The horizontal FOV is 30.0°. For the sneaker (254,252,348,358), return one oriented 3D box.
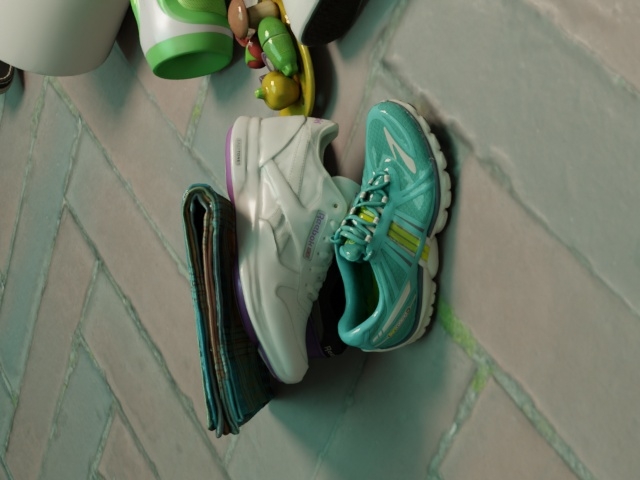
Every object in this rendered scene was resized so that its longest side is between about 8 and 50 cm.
[{"bbox_3d":[0.000,0.000,1.419,0.124,0.107,0.283,0,83,23],"label":"sneaker"}]

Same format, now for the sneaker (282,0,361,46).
[{"bbox_3d":[0.020,-0.351,1.311,0.290,0.106,0.123,-52,55,46],"label":"sneaker"}]

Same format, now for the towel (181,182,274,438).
[{"bbox_3d":[-0.101,0.078,1.420,0.370,0.040,0.271,31,-129,-85],"label":"towel"}]

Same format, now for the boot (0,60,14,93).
[{"bbox_3d":[-0.591,-0.483,2.157,0.284,0.138,0.377,-31,63,52],"label":"boot"}]

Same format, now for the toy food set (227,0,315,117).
[{"bbox_3d":[-0.074,-0.240,1.469,0.128,0.071,0.218,124,132,-62],"label":"toy food set"}]

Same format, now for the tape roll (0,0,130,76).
[{"bbox_3d":[-0.407,-0.391,1.801,0.246,0.246,0.169,62,140,29],"label":"tape roll"}]

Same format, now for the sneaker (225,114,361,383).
[{"bbox_3d":[-0.023,0.002,1.312,0.114,0.152,0.305,73,-168,-79],"label":"sneaker"}]

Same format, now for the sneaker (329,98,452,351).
[{"bbox_3d":[0.069,-0.013,1.279,0.107,0.110,0.275,11,102,52],"label":"sneaker"}]

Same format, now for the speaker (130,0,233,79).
[{"bbox_3d":[-0.199,-0.373,1.606,0.131,0.131,0.296,-26,73,53],"label":"speaker"}]
